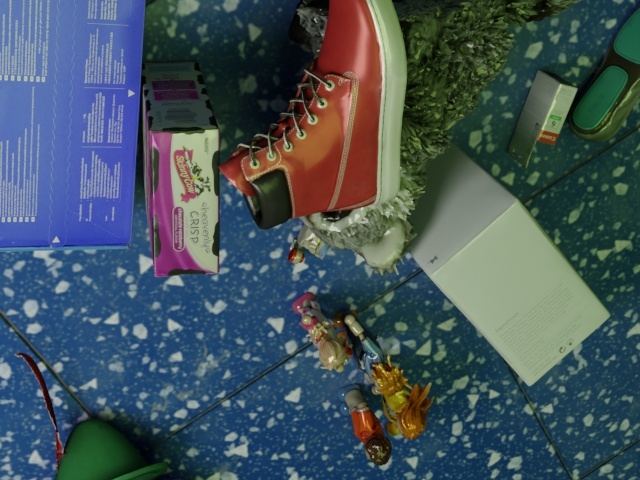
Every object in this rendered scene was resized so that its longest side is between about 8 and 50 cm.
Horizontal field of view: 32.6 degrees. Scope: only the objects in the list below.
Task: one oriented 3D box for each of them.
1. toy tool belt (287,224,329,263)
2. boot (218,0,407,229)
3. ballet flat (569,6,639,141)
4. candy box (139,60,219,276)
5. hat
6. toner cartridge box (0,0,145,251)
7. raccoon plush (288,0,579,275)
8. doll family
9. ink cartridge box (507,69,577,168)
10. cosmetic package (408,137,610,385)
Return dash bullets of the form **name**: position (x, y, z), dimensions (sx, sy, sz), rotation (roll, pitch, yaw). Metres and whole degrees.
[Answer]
- **toy tool belt**: position (0.000, 0.000, 1.365), dimensions (0.051, 0.052, 0.083), rotation (24, 106, -19)
- **boot**: position (-0.014, -0.129, 1.037), dimensions (0.176, 0.088, 0.244), rotation (-13, 121, -20)
- **ballet flat**: position (0.396, -0.219, 1.398), dimensions (0.068, 0.072, 0.213), rotation (17, 111, -54)
- **candy box**: position (-0.151, -0.083, 1.163), dimensions (0.071, 0.233, 0.159), rotation (-3, 116, -11)
- **hat**: position (-0.305, 0.243, 1.389), dimensions (0.173, 0.183, 0.208), rotation (-16, 160, -41)
- **toner cartridge box**: position (-0.276, -0.164, 1.148), dimensions (0.165, 0.075, 0.348), rotation (0, 109, -22)
- **raccoon plush**: position (0.152, -0.146, 1.250), dimensions (0.446, 0.216, 0.299), rotation (-13, 118, -13)
- **doll family**: position (0.069, 0.170, 1.405), dimensions (0.118, 0.163, 0.263), rotation (-28, 120, -4)
- **ink cartridge box**: position (0.278, -0.151, 1.381), dimensions (0.029, 0.063, 0.115), rotation (11, 111, -21)
- **cosmetic package**: position (0.201, 0.018, 1.342), dimensions (0.138, 0.224, 0.224), rotation (-43, 121, 5)
